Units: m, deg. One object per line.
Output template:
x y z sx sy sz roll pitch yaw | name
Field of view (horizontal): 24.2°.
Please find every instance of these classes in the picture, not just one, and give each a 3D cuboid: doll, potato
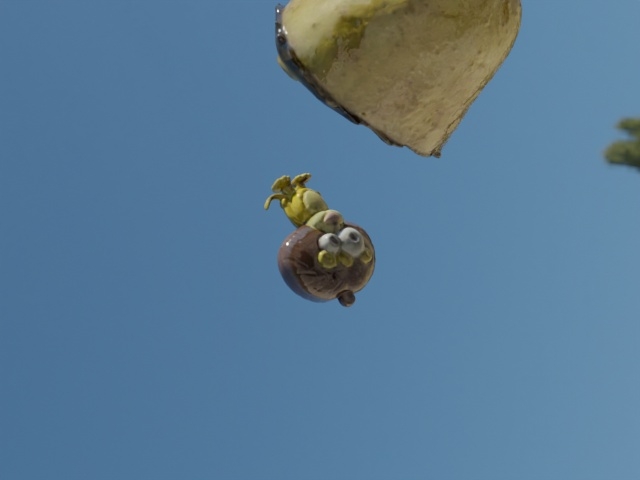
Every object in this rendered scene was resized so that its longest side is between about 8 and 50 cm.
-0.007 0.001 1.944 0.188 0.096 0.145 49 -136 0 | doll
0.103 -0.229 1.576 0.285 0.242 0.242 18 -96 -50 | potato
